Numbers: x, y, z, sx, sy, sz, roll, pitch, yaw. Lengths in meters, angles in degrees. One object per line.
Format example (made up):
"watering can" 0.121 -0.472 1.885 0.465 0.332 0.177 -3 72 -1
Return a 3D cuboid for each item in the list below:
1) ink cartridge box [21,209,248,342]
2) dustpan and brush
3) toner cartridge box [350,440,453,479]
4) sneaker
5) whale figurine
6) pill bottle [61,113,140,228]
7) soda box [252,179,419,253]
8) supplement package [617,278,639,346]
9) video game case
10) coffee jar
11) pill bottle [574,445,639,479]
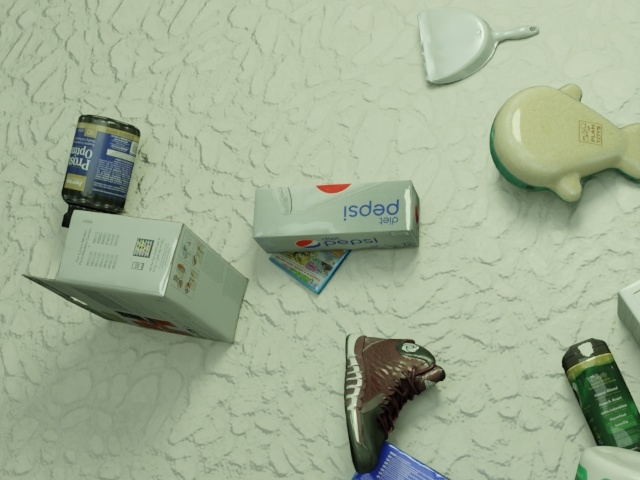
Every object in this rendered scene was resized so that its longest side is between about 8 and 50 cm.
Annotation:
"ink cartridge box" -0.311 0.063 1.706 0.272 0.309 0.130 7 73 18
"dustpan and brush" 0.295 -0.375 1.831 0.211 0.060 0.147 -10 79 20
"toner cartridge box" 0.200 0.465 1.542 0.348 0.075 0.165 28 80 23
"sneaker" 0.122 0.246 1.585 0.163 0.106 0.281 -5 39 5
"whale figurine" 0.420 -0.159 1.688 0.272 0.141 0.216 6 71 -7
"pill bottle" -0.426 -0.122 1.900 0.123 0.123 0.219 11 87 20
"soda box" 0.028 -0.041 1.747 0.286 0.091 0.098 -2 70 15
"supplement package" 0.576 0.162 1.507 0.139 0.134 0.244 -29 65 5
"video game case" 0.000 0.000 1.800 0.119 0.015 0.166 34 83 23
"coffee jar" 0.441 0.246 1.538 0.079 0.096 0.184 -22 67 5
"pill bottle" 0.422 0.486 1.369 0.204 0.204 0.361 14 92 20
